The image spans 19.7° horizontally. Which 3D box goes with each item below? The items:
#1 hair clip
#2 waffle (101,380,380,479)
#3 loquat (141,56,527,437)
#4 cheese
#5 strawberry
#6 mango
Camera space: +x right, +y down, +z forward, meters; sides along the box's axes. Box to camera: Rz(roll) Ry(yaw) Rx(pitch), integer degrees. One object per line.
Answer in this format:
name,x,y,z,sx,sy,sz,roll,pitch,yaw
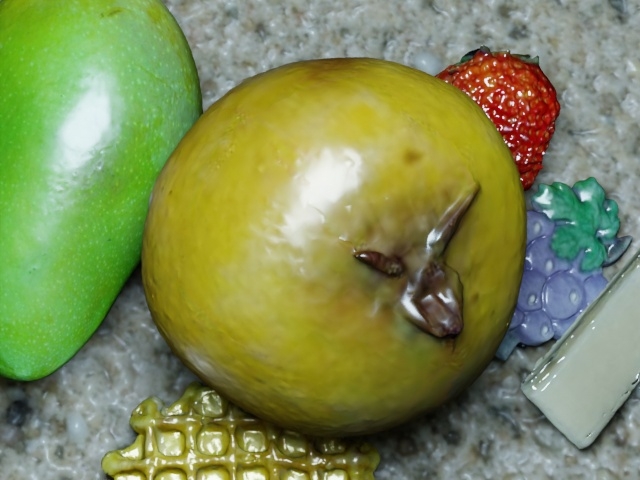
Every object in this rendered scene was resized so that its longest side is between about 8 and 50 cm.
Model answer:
hair clip,0.210,0.028,1.680,0.124,0.052,0.195,40,73,-17
waffle,-0.077,0.240,1.619,0.249,0.056,0.253,30,75,9
loquat,0.000,0.000,1.562,0.328,0.359,0.328,-8,108,-28
cheese,0.334,0.015,1.676,0.085,0.034,0.400,43,76,-4
strawberry,0.146,-0.099,1.676,0.131,0.131,0.148,21,73,6
mango,-0.227,-0.062,1.630,0.225,0.201,0.382,13,78,-5
